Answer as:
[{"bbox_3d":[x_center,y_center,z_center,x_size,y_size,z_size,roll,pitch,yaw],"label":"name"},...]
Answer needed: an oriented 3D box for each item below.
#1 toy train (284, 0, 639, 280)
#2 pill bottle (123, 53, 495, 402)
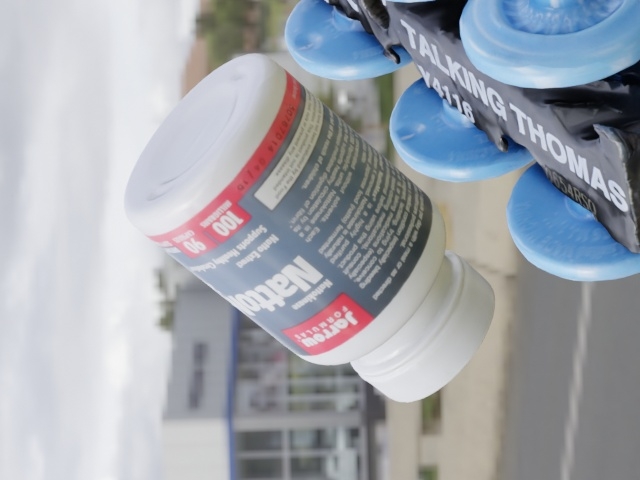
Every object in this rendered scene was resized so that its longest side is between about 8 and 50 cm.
[{"bbox_3d":[0.056,-0.065,0.412,0.184,0.105,0.080,44,160,45],"label":"toy train"},{"bbox_3d":[0.000,0.000,0.906,0.180,0.108,0.108,40,-156,-23],"label":"pill bottle"}]
